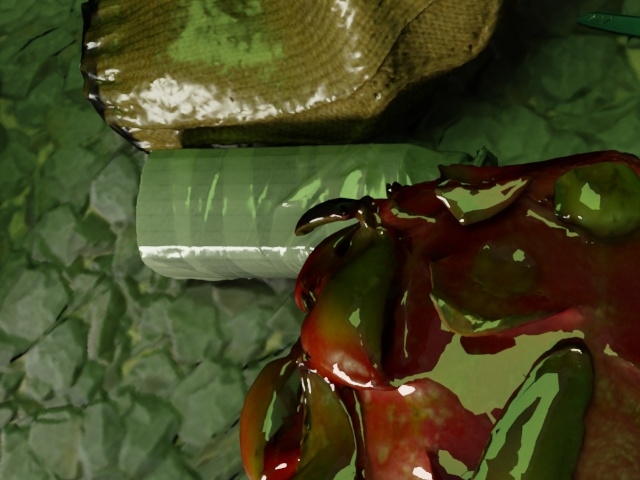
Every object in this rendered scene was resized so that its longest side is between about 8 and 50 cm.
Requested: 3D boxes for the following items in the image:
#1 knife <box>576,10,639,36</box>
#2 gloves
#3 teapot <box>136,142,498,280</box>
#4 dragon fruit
[{"bbox_3d":[0.190,-0.122,0.823,0.091,0.005,0.014,14,69,28],"label":"knife"},{"bbox_3d":[0.019,-0.159,0.823,0.356,0.155,0.203,-22,49,33],"label":"gloves"},{"bbox_3d":[0.000,0.000,0.800,0.200,0.077,0.107,0,75,22],"label":"teapot"},{"bbox_3d":[0.073,0.089,0.647,0.307,0.227,0.243,-25,70,23],"label":"dragon fruit"}]
